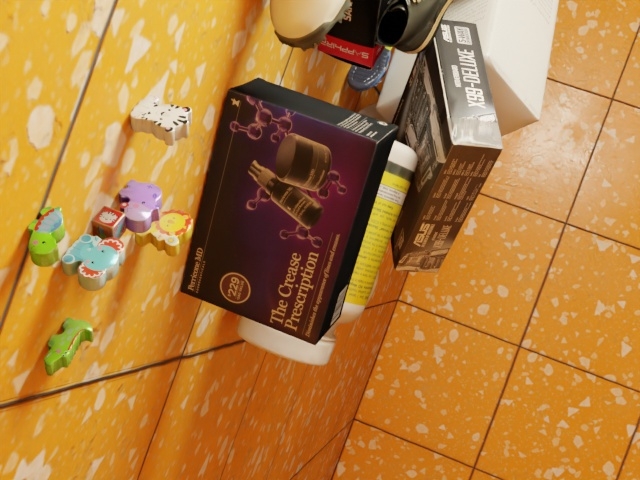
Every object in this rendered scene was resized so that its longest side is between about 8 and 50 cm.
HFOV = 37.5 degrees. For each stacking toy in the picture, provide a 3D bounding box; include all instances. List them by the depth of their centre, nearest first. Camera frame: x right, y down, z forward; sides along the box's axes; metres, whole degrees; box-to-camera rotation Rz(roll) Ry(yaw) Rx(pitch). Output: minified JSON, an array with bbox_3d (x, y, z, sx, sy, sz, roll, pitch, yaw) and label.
[{"bbox_3d":[-0.180,-0.004,0.841,0.167,0.052,0.221,98,17,-47],"label":"stacking toy"}]

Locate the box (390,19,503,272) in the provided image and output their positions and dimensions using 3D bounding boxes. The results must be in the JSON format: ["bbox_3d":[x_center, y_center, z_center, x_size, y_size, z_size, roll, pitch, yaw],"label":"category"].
[{"bbox_3d":[0.170,-0.133,1.410,0.307,0.077,0.242,109,-18,-54],"label":"box"}]

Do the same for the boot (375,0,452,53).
[{"bbox_3d":[0.139,-0.341,1.245,0.137,0.077,0.198,-26,136,-66],"label":"boot"}]

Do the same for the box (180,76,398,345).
[{"bbox_3d":[-0.040,-0.035,1.111,0.103,0.184,0.261,-40,148,-64],"label":"box"}]

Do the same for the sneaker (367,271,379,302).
[{"bbox_3d":[0.095,0.041,2.090,0.123,0.106,0.290,-8,117,-75],"label":"sneaker"}]

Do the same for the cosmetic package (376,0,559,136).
[{"bbox_3d":[0.275,-0.369,1.657,0.230,0.161,0.453,-21,-143,40],"label":"cosmetic package"}]

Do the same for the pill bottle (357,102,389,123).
[{"bbox_3d":[0.140,-0.158,1.795,0.265,0.153,0.153,34,77,-75],"label":"pill bottle"}]

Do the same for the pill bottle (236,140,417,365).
[{"bbox_3d":[0.000,0.000,1.355,0.188,0.188,0.334,9,101,-79],"label":"pill bottle"}]

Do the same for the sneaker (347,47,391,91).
[{"bbox_3d":[0.085,-0.287,1.601,0.059,0.053,0.144,102,15,-45],"label":"sneaker"}]

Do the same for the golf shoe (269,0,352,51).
[{"bbox_3d":[-0.012,-0.341,0.987,0.120,0.105,0.272,6,101,-60],"label":"golf shoe"}]

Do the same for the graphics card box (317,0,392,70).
[{"bbox_3d":[0.085,-0.438,1.226,0.371,0.094,0.232,96,18,-55],"label":"graphics card box"}]
